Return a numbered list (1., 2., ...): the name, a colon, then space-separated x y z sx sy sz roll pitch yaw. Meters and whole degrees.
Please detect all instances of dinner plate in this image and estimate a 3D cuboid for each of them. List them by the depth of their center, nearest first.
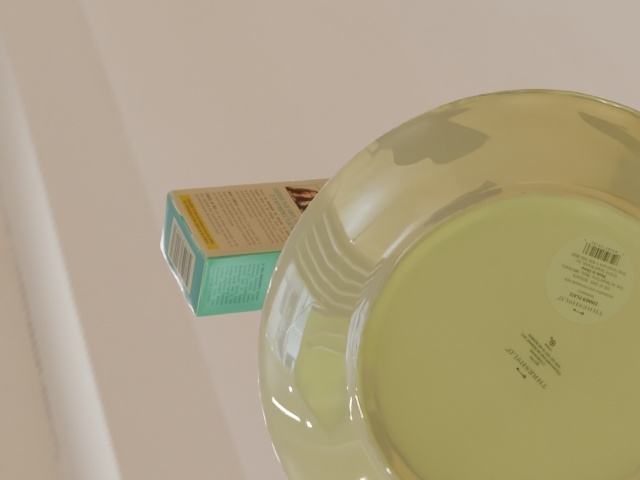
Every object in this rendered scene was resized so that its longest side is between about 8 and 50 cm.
1. dinner plate: 0.054 0.031 0.440 0.141 0.141 0.017 14 -171 -9

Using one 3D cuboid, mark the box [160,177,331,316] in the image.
1. box: 0.000 0.000 1.389 0.244 0.060 0.100 -5 -144 -23
